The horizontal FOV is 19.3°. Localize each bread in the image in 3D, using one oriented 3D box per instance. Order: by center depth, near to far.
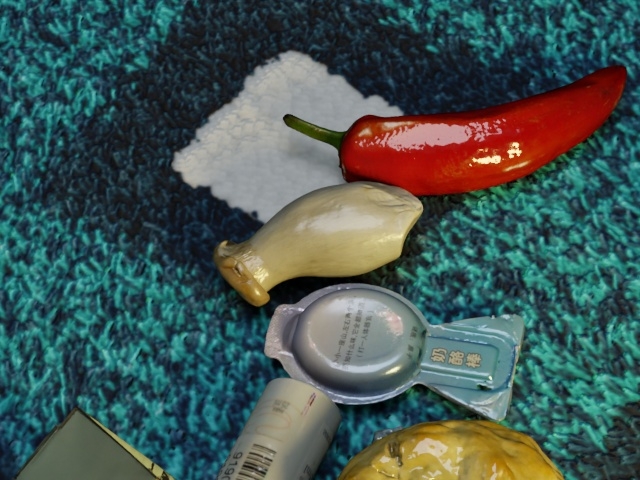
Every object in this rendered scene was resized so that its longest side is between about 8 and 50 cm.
[{"bbox_3d":[0.114,0.256,1.629,0.244,0.134,0.245,-2,63,4],"label":"bread"}]

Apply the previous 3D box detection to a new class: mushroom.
[{"bbox_3d":[0.000,0.001,1.863,0.212,0.088,0.097,-21,68,-6],"label":"mushroom"}]

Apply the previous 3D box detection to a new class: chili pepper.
[{"bbox_3d":[0.153,-0.106,1.938,0.368,0.092,0.137,-6,35,-7],"label":"chili pepper"}]

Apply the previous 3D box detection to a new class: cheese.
[{"bbox_3d":[0.068,0.104,1.804,0.244,0.052,0.135,9,58,10],"label":"cheese"}]

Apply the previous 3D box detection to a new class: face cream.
[{"bbox_3d":[-0.069,0.250,1.694,0.082,0.082,0.269,18,57,17],"label":"face cream"}]

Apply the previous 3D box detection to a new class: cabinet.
[{"bbox_3d":[-0.197,0.277,1.593,0.206,0.145,0.150,-51,43,-7],"label":"cabinet"}]

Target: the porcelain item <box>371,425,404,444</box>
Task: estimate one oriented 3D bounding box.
[{"bbox_3d":[0.080,0.201,1.749,0.036,0.028,0.083,-29,54,-35],"label":"porcelain item"}]
